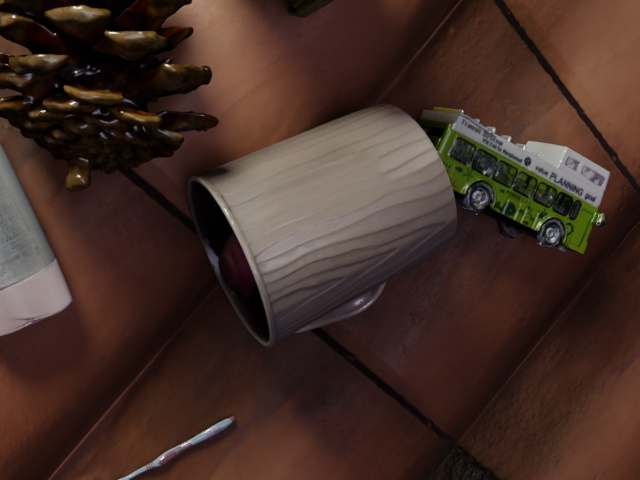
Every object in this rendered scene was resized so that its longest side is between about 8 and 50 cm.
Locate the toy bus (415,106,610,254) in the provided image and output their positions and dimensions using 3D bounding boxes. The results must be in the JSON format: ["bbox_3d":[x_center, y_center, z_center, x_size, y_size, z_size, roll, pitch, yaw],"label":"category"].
[{"bbox_3d":[0.257,-0.088,1.161,0.302,0.113,0.139,22,91,-28],"label":"toy bus"}]

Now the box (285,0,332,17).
[{"bbox_3d":[-0.031,-0.347,0.870,0.178,0.274,0.138,34,88,-16],"label":"box"}]

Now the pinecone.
[{"bbox_3d":[-0.220,-0.202,0.838,0.244,0.244,0.309,2,93,-26],"label":"pinecone"}]

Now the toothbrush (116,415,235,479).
[{"bbox_3d":[-0.197,0.284,1.107,0.193,0.019,0.013,-29,115,-17],"label":"toothbrush"}]

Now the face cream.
[{"bbox_3d":[-0.367,-0.027,0.902,0.107,0.073,0.269,-23,114,-13],"label":"face cream"}]

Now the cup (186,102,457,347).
[{"bbox_3d":[0.008,0.004,1.012,0.273,0.208,0.288,-27,114,-18],"label":"cup"}]
